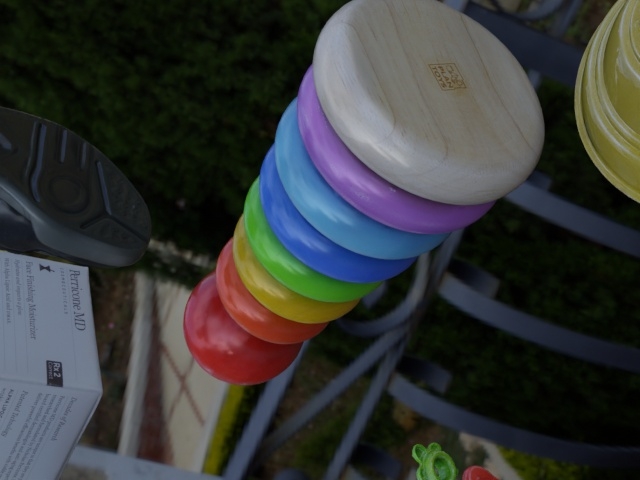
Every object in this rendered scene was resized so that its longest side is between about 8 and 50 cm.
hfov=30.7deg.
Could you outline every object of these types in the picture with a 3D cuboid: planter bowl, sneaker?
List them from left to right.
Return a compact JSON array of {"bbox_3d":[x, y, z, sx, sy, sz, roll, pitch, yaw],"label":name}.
[{"bbox_3d":[-0.229,-0.024,0.760,0.130,0.227,0.087,-48,32,44],"label":"sneaker"},{"bbox_3d":[0.268,-0.130,0.790,0.217,0.090,0.217,-11,64,24],"label":"planter bowl"}]

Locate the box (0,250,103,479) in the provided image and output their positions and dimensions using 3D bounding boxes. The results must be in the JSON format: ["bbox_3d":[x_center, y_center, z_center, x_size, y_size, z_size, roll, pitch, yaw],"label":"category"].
[{"bbox_3d":[-0.313,0.138,1.194,0.182,0.119,0.181,-58,33,33],"label":"box"}]

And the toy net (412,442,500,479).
[{"bbox_3d":[0.135,0.251,0.872,0.045,0.232,0.122,-33,30,42],"label":"toy net"}]

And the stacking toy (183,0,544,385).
[{"bbox_3d":[0.000,0.000,0.754,0.330,0.141,0.141,127,150,-46],"label":"stacking toy"}]
